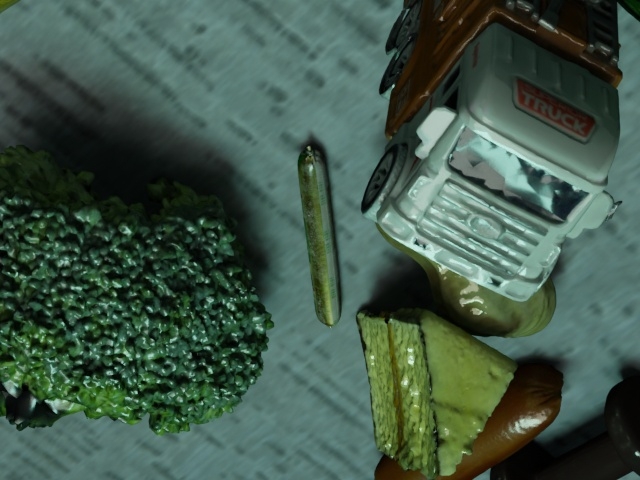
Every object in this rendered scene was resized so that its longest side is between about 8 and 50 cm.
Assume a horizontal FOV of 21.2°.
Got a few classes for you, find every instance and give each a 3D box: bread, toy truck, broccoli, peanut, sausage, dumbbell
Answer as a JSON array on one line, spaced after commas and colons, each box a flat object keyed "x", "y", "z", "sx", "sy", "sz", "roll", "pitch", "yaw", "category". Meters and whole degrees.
[{"x": 0.114, "y": 0.149, "z": 1.856, "sx": 0.141, "sy": 0.266, "sz": 0.178, "roll": -23, "pitch": 96, "yaw": -16, "category": "bread"}, {"x": 0.163, "y": -0.140, "z": 1.481, "sx": 0.173, "sy": 0.388, "sz": 0.207, "roll": 26, "pitch": 126, "yaw": -12, "category": "toy truck"}, {"x": -0.232, "y": 0.058, "z": 1.818, "sx": 0.317, "sy": 0.338, "sz": 0.277, "roll": 20, "pitch": 106, "yaw": 22, "category": "broccoli"}, {"x": 0.145, "y": 0.015, "z": 1.798, "sx": 0.274, "sy": 0.125, "sz": 0.111, "roll": 45, "pitch": 149, "yaw": -26, "category": "peanut"}, {"x": 0.000, "y": 0.000, "z": 1.875, "sx": 0.032, "sy": 0.033, "sz": 0.269, "roll": 2, "pitch": 132, "yaw": 10, "category": "sausage"}, {"x": 0.171, "y": 0.235, "z": 2.015, "sx": 0.083, "sy": 0.089, "sz": 0.300, "roll": 42, "pitch": 127, "yaw": -10, "category": "sausage"}, {"x": 0.316, "y": 0.261, "z": 1.984, "sx": 0.140, "sy": 0.124, "sz": 0.225, "roll": 38, "pitch": 128, "yaw": -20, "category": "dumbbell"}]

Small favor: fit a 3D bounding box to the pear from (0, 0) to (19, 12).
[{"x": -0.308, "y": -0.312, "z": 1.512, "sx": 0.271, "sy": 0.271, "sz": 0.271, "roll": 6, "pitch": 133, "yaw": 6, "category": "pear"}]

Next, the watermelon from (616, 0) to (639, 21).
[{"x": 0.366, "y": -0.293, "z": 1.334, "sx": 0.363, "sy": 0.363, "sz": 0.363, "roll": 6, "pitch": 133, "yaw": 6, "category": "watermelon"}]
